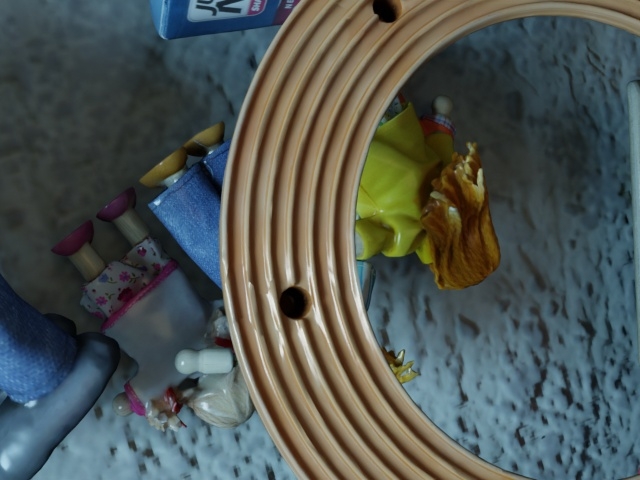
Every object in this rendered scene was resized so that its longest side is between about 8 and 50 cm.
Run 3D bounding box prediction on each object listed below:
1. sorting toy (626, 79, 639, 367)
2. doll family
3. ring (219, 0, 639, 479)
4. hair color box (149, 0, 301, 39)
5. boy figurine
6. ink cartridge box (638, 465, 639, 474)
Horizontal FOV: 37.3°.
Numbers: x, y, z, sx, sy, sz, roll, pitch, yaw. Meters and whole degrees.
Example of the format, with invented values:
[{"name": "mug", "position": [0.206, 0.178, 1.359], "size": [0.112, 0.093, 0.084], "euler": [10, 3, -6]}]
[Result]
[{"name": "sorting toy", "position": [0.271, -0.012, 0.626], "size": [0.196, 0.047, 0.348], "euler": [-1, 88, -24]}, {"name": "doll family", "position": [0.000, 0.000, 0.489], "size": [0.263, 0.118, 0.163], "euler": [-41, 100, -18]}, {"name": "ring", "position": [0.117, 0.002, 0.446], "size": [0.336, 0.032, 0.337], "euler": [2, 83, -16]}, {"name": "hair color box", "position": [0.063, -0.227, 0.512], "size": [0.347, 0.105, 0.174], "euler": [-13, 68, -20]}, {"name": "boy figurine", "position": [-0.207, -0.014, 0.373], "size": [0.285, 0.177, 0.092], "euler": [46, 69, -32]}, {"name": "ink cartridge box", "position": [0.266, 0.116, 0.548], "size": [0.231, 0.078, 0.134], "euler": [18, 80, -23]}]
